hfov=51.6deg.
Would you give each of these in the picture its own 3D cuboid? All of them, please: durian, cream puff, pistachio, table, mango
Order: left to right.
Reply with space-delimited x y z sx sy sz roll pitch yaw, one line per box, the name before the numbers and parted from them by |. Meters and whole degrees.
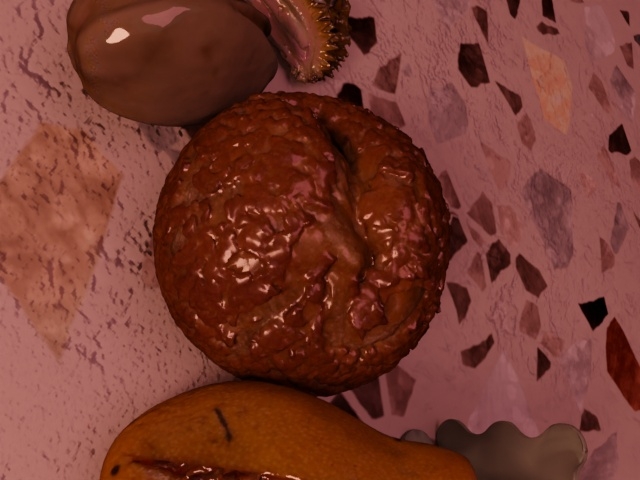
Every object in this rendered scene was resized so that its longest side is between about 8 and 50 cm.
pistachio | -0.124 -0.173 0.599 0.238 0.153 0.138 -21 104 -68
mango | -0.035 0.193 0.494 0.120 0.294 0.177 65 32 -46
durian | -0.034 -0.284 0.730 0.224 0.078 0.140 43 57 -24
cream puff | 0.000 0.000 0.607 0.302 0.212 0.303 6 79 -34
table | 0.194 0.275 0.700 0.166 0.198 0.167 10 73 -36
